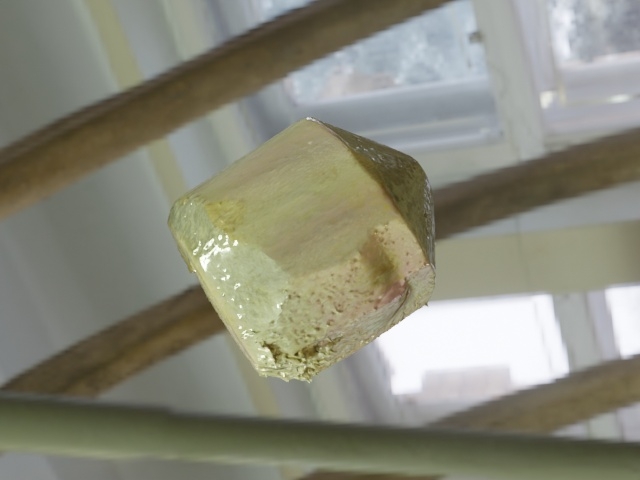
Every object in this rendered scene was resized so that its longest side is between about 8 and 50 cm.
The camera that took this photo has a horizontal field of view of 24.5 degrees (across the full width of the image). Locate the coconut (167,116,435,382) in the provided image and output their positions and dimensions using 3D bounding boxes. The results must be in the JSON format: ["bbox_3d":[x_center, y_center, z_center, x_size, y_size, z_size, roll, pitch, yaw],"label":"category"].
[{"bbox_3d":[0.000,0.000,0.719,0.116,0.122,0.116,55,172,11],"label":"coconut"}]
